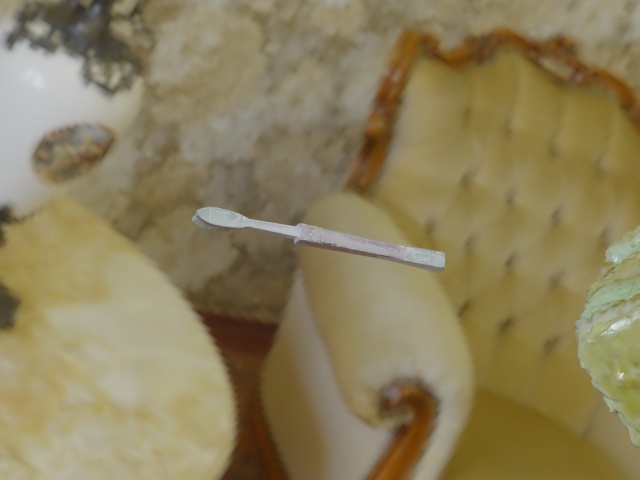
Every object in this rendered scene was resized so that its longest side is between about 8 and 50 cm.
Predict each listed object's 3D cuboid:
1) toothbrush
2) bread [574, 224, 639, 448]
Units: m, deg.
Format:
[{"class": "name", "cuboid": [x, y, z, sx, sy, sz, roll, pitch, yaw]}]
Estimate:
[{"class": "toothbrush", "cuboid": [0.001, -0.001, 1.331, 0.194, 0.017, 0.014, 10, 68, -22]}, {"class": "bread", "cuboid": [0.215, 0.033, 0.766, 0.138, 0.196, 0.102, 51, 30, -17]}]
